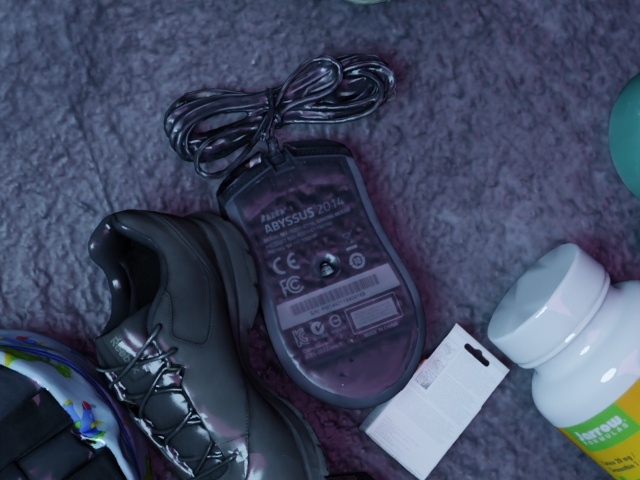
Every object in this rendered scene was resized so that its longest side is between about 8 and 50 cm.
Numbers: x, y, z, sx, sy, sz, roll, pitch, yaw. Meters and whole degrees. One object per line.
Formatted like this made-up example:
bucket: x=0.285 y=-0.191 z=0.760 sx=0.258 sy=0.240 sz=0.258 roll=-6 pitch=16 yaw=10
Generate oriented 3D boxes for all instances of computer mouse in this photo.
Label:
computer mouse: x=0.000 y=0.000 z=0.930 sx=0.188 sy=0.072 sz=0.272 roll=-16 pitch=79 yaw=-9

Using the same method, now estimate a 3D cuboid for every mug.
mug: x=0.317 y=-0.076 z=0.971 sx=0.129 sy=0.097 sz=0.158 roll=-14 pitch=91 yaw=-11

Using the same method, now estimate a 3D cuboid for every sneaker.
sneaker: x=-0.090 y=0.104 z=0.807 sx=0.109 sy=0.130 sz=0.286 roll=-36 pitch=62 yaw=24

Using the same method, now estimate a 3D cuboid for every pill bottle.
pill bottle: x=0.254 y=0.118 z=0.935 sx=0.245 sy=0.136 sz=0.136 roll=41 pitch=82 yaw=-7

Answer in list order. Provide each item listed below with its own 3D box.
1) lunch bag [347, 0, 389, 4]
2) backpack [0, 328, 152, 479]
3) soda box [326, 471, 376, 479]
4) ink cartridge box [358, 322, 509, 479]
lunch bag: x=0.030 y=-0.308 z=0.820 sx=0.212 sy=0.305 sz=0.256 roll=-34 pitch=93 yaw=-9
backpack: x=-0.283 y=0.207 z=0.793 sx=0.355 sy=0.273 sz=0.290 roll=-36 pitch=92 yaw=10
soda box: x=-0.037 y=0.216 z=0.916 sx=0.168 sy=0.060 sz=0.053 roll=-3 pitch=90 yaw=-11
ink cartridge box: x=0.092 y=0.129 z=0.959 sx=0.063 sy=0.029 sz=0.115 roll=42 pitch=81 yaw=-7
